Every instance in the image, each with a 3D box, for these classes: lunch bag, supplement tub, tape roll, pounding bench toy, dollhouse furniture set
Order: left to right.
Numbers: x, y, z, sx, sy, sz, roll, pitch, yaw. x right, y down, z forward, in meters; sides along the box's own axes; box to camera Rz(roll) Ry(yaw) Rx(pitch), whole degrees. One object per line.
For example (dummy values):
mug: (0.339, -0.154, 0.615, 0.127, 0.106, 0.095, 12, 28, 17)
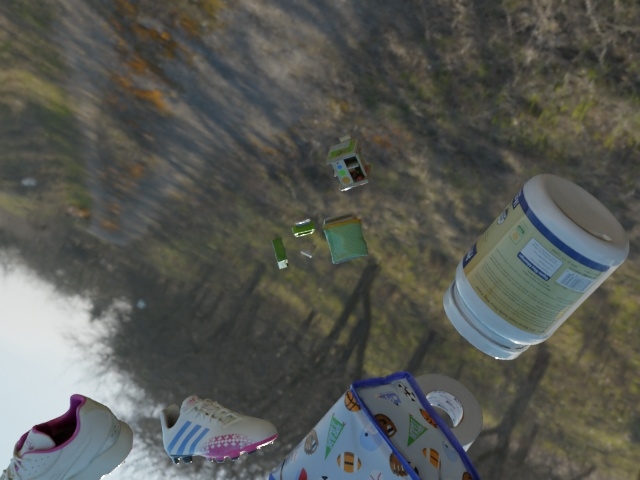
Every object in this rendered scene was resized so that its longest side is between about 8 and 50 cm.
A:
dollhouse furniture set: (0.000, 0.000, 1.362, 0.151, 0.076, 0.058, -14, 165, -4)
pounding bench toy: (0.050, -0.130, 1.407, 0.052, 0.083, 0.065, -16, 121, 20)
lunch bag: (0.125, 0.503, 1.635, 0.239, 0.328, 0.385, -2, -131, -49)
tape roll: (0.307, 0.456, 2.225, 0.219, 0.219, 0.072, 26, 135, 7)
supplement tub: (0.401, 0.055, 1.631, 0.228, 0.316, 0.228, 25, -148, -17)

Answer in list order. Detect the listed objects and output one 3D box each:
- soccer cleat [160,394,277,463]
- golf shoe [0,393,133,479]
soccer cleat: (-0.239, 0.407, 1.879, 0.331, 0.143, 0.116, -17, 178, 38)
golf shoe: (-0.438, 0.351, 1.294, 0.115, 0.306, 0.140, 30, 154, 48)
